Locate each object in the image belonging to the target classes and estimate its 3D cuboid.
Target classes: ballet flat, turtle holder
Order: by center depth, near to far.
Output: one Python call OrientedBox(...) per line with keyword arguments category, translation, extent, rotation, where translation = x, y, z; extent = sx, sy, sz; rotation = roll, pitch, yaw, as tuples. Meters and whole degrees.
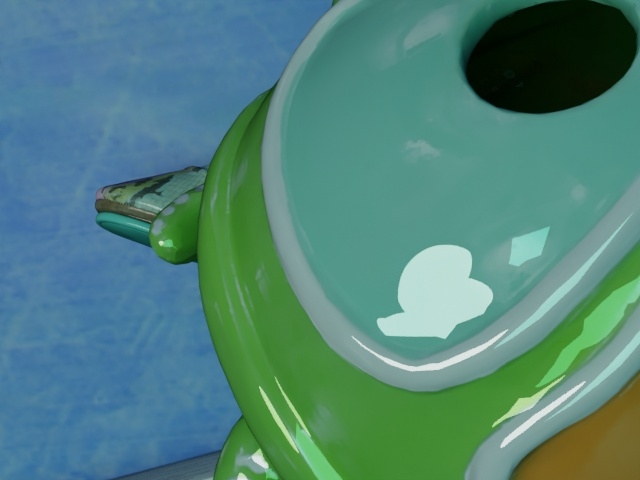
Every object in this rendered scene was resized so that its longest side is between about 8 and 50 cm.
OrientedBox(category="turtle holder", translation=(0.095, -0.018, 0.526), extent=(0.243, 0.320, 0.227), rotation=(34, 129, -12))
OrientedBox(category="ballet flat", translation=(0.000, 0.000, 0.690), extent=(0.222, 0.077, 0.079), rotation=(24, 83, 4))

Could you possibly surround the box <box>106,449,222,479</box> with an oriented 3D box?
OrientedBox(category="box", translation=(-0.098, 0.160, 0.731), extent=(0.324, 0.067, 0.063), rotation=(-17, 93, 14))
